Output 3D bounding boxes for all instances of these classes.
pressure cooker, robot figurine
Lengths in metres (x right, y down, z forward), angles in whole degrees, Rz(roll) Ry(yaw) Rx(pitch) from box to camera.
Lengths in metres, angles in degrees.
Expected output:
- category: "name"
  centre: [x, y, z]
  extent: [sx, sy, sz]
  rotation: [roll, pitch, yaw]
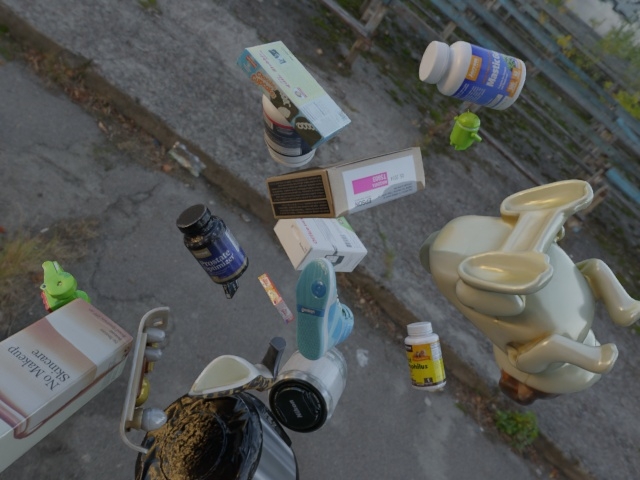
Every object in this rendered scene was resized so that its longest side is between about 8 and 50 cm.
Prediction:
- category: "pressure cooker"
  centre: [-0.264, 0.657, 1.357]
  extent: [0.370, 0.375, 0.420]
  rotation: [-106, 173, -49]
- category: "robot figurine"
  centre: [0.416, -0.317, 1.388]
  extent: [0.067, 0.115, 0.101]
  rotation: [-9, 47, -21]

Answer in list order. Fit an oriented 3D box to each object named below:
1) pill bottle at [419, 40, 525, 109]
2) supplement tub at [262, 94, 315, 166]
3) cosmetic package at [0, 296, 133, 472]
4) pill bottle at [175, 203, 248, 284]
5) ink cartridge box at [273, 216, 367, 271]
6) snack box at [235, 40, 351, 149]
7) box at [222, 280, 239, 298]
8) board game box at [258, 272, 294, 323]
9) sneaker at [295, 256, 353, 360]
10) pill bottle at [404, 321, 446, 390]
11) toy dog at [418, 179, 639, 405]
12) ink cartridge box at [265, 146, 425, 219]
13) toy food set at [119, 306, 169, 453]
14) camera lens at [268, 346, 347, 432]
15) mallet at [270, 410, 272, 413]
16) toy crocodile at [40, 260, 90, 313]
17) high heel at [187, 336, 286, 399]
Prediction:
- category: "pill bottle"
  centre: [0.433, -0.484, 1.395]
  extent: [0.271, 0.152, 0.152]
  rotation: [11, 38, -13]
- category: "supplement tub"
  centre: [-0.093, -0.389, 1.604]
  extent: [0.191, 0.272, 0.191]
  rotation: [1, 65, -3]
- category: "cosmetic package"
  centre: [-0.501, 0.247, 0.850]
  extent: [0.153, 0.129, 0.296]
  rotation: [34, 32, 6]
- category: "pill bottle"
  centre: [-0.299, 0.010, 1.330]
  extent: [0.123, 0.122, 0.219]
  rotation: [-96, 162, -50]
- category: "ink cartridge box"
  centre: [0.000, 0.000, 1.687]
  extent: [0.272, 0.115, 0.198]
  rotation: [6, 42, -43]
- category: "snack box"
  centre: [-0.070, -0.420, 1.373]
  extent: [0.322, 0.060, 0.187]
  rotation: [49, 38, -2]
- category: "box"
  centre: [-0.292, 0.135, 1.551]
  extent: [0.067, 0.018, 0.083]
  rotation: [-66, 150, -55]
- category: "board game box"
  centre: [-0.195, 0.254, 2.118]
  extent: [0.193, 0.045, 0.147]
  rotation: [51, -10, 44]
- category: "sneaker"
  centre: [0.025, 0.195, 1.508]
  extent: [0.127, 0.319, 0.208]
  rotation: [17, 16, 33]
- category: "pill bottle"
  centre: [0.354, 0.392, 1.647]
  extent: [0.117, 0.117, 0.215]
  rotation: [-5, 85, -52]
- category: "toy dog"
  centre: [0.398, 0.149, 0.950]
  extent: [0.408, 0.395, 0.284]
  rotation: [56, 50, -21]
- category: "ink cartridge box"
  centre: [0.047, -0.107, 0.910]
  extent: [0.234, 0.193, 0.088]
  rotation: [-19, 103, -35]
- category: "toy food set"
  centre: [-0.390, 0.326, 1.119]
  extent: [0.092, 0.220, 0.306]
  rotation: [10, 66, -15]
- category: "camera lens"
  centre: [-0.037, 0.492, 1.635]
  extent: [0.219, 0.219, 0.274]
  rotation: [43, 23, 2]
- category: "mallet"
  centre: [-0.168, 0.642, 1.882]
  extent: [0.062, 0.190, 0.039]
  rotation: [9, -8, 4]
- category: "toy crocodile"
  centre: [-0.608, 0.189, 1.172]
  extent: [0.105, 0.115, 0.340]
  rotation: [-29, 65, -20]
- category: "high heel"
  centre: [-0.195, 0.339, 1.112]
  extent: [0.261, 0.186, 0.093]
  rotation: [-20, 51, -41]
